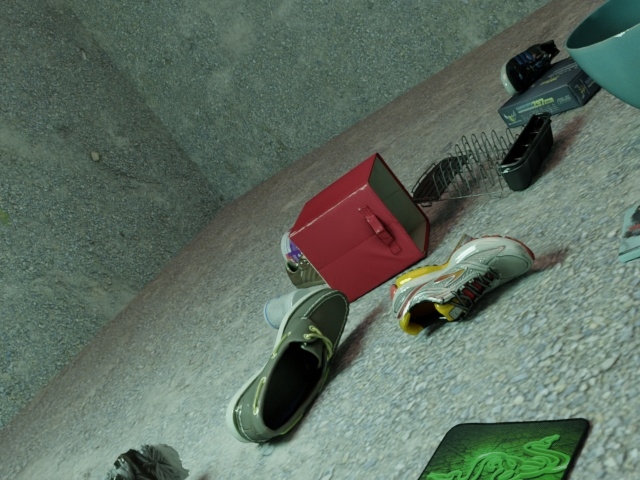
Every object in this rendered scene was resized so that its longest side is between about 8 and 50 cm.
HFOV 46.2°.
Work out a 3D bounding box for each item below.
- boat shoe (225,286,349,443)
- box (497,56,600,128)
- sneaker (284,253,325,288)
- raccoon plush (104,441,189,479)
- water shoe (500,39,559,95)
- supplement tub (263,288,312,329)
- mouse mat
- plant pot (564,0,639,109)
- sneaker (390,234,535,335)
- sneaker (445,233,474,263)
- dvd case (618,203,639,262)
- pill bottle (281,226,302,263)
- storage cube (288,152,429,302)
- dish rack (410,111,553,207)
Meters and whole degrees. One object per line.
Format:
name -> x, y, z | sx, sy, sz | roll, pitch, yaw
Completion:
boat shoe -> -0.030, 0.191, 1.194 | 0.091, 0.109, 0.305 | -19, 28, 52
box -> 0.526, -0.341, 1.649 | 0.183, 0.059, 0.233 | -43, 13, -21
sneaker -> -0.014, 0.058, 1.678 | 0.188, 0.071, 0.066 | -25, 18, 46
raccoon plush -> -0.326, 0.475, 0.974 | 0.299, 0.216, 0.446 | -47, -12, 8
water shoe -> 0.477, -0.403, 1.707 | 0.080, 0.073, 0.203 | -22, 20, 48
supplement tub -> -0.061, 0.140, 1.525 | 0.107, 0.071, 0.071 | -22, 20, 49
mouse mat -> 0.163, 0.235, 0.745 | 0.190, 0.007, 0.152 | -20, 22, 51
plant pot -> 0.550, -0.297, 1.130 | 0.290, 0.195, 0.290 | -36, 13, 9
sneaker -> 0.205, 0.071, 1.073 | 0.225, 0.088, 0.092 | -31, 35, 27
sneaker -> 0.226, 0.049, 1.165 | 0.042, 0.067, 0.118 | -57, -7, -49
dvd case -> 0.419, -0.022, 0.936 | 0.087, 0.013, 0.119 | -27, 17, 38
pill bottle -> 0.000, 0.000, 1.762 | 0.108, 0.108, 0.194 | -47, 15, -34
storage cube -> 0.081, -0.024, 1.466 | 0.193, 0.183, 0.215 | -34, 14, 21
dish rack -> 0.306, -0.152, 1.462 | 0.272, 0.074, 0.208 | -7, 29, 40
